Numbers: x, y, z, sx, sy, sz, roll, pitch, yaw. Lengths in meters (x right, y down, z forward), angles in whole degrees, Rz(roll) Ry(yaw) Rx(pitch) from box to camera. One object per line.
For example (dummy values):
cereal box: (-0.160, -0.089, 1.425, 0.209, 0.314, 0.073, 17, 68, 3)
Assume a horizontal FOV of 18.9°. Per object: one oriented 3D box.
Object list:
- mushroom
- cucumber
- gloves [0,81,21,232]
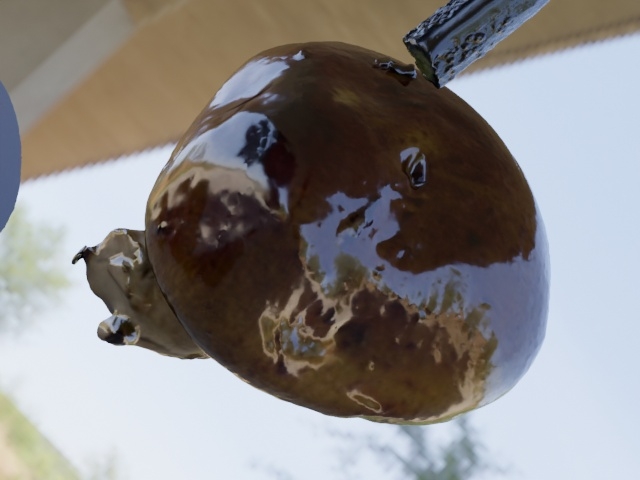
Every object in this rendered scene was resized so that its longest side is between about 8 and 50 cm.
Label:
mushroom: (0.000, 0.000, 1.487, 0.345, 0.345, 0.259, 45, -50, -2)
cucumber: (0.119, -0.154, 1.160, 0.043, 0.163, 0.039, 46, -14, 16)
gloves: (-0.339, -0.042, 1.198, 0.294, 0.133, 0.116, -5, -38, 27)
